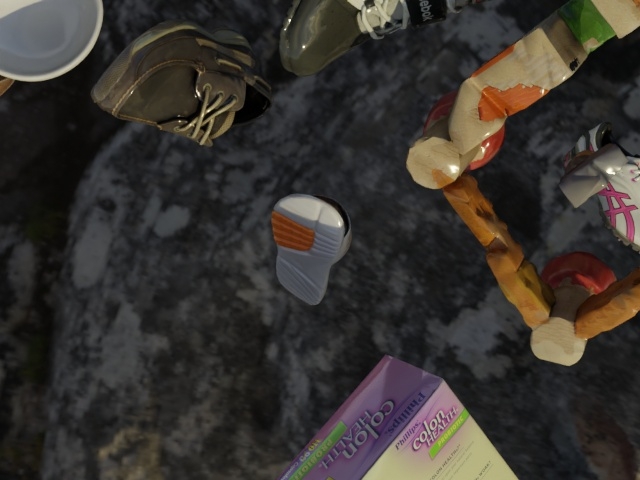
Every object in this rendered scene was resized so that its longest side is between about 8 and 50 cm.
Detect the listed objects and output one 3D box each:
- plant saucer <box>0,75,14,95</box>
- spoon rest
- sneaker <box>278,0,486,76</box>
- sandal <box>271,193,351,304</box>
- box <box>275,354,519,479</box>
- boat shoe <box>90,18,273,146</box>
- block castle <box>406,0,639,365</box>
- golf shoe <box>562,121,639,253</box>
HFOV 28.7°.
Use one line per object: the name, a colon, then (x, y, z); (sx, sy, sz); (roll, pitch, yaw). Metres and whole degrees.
plant saucer: (-0.405, -0.123, 1.287); (0.199, 0.198, 0.036); (-34, 100, 16)
spoon rest: (-0.356, -0.229, 1.273); (0.276, 0.084, 0.137); (3, 76, 10)
sneaker: (0.103, -0.268, 1.242); (0.330, 0.122, 0.146); (-45, 71, -1)
sandal: (-0.009, -0.005, 1.668); (0.102, 0.265, 0.076); (33, 64, 10)
box: (0.102, 0.302, 1.489); (0.213, 0.243, 0.117); (-48, 33, -16)
boat shoe: (-0.155, -0.198, 1.606); (0.130, 0.355, 0.132); (46, 116, 9)
block castle: (0.332, -0.114, 1.202); (0.453, 0.213, 0.303); (-34, 94, 26)
golf shoe: (0.380, -0.061, 1.547); (0.186, 0.067, 0.086); (53, 136, 19)
